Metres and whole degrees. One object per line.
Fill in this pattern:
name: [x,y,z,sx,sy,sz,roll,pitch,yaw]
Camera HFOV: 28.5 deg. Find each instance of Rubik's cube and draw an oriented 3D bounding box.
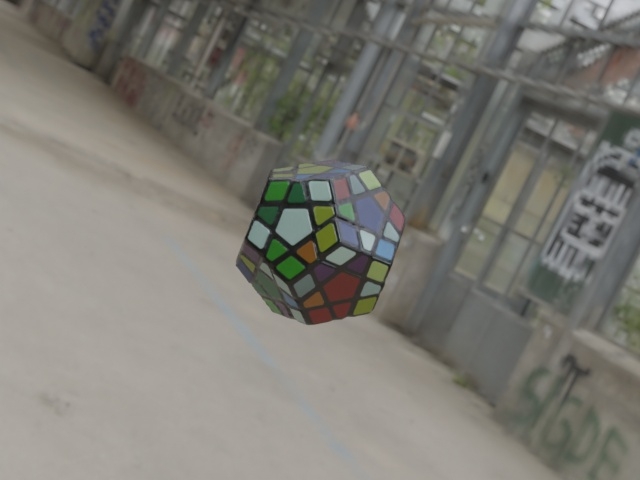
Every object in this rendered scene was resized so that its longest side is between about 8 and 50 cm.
Rubik's cube: [0.000,0.000,0.954,0.133,0.133,0.112,23,-38,-34]
